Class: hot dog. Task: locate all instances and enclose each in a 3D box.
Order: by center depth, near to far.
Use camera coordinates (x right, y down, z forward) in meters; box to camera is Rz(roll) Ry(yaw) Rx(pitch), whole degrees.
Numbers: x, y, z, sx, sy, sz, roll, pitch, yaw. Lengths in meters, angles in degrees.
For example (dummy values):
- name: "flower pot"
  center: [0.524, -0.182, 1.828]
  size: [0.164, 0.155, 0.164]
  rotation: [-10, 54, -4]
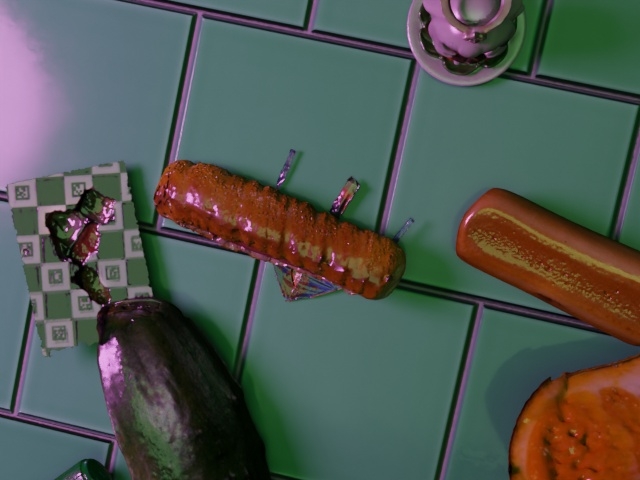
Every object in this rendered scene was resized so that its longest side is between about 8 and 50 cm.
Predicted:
- name: "hot dog"
  center: [-0.047, -0.012, 1.002]
  size: [0.288, 0.068, 0.083]
  rotation: [21, 92, 9]

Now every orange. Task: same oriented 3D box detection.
- name: "orange"
  center: [0.344, 0.226, 0.896]
  size: [0.310, 0.274, 0.275]
  rotation: [1, 95, -31]

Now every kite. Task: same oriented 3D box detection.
- name: "kite"
  center: [0.000, 0.000, 1.034]
  size: [0.182, 0.010, 0.160]
  rotation: [30, 100, 6]

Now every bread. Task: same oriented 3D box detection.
- name: "bread"
  center: [0.260, 0.023, 0.978]
  size: [0.239, 0.074, 0.093]
  rotation: [27, 112, 5]

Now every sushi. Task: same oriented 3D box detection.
- name: "sushi"
  center: [-0.266, 0.021, 1.049]
  size: [0.139, 0.031, 0.201]
  rotation: [-12, 90, -2]

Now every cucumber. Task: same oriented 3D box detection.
- name: "cucumber"
  center: [-0.147, 0.214, 1.003]
  size: [0.145, 0.105, 0.326]
  rotation: [-19, 94, 2]

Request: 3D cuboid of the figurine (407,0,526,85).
- name: "figurine"
  center: [0.151, -0.229, 0.931]
  size: [0.132, 0.153, 0.132]
  rotation: [0, 93, 5]

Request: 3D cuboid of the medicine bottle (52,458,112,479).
- name: "medicine bottle"
  center: [-0.367, 0.355, 1.061]
  size: [0.309, 0.076, 0.111]
  rotation: [-37, 90, 6]
